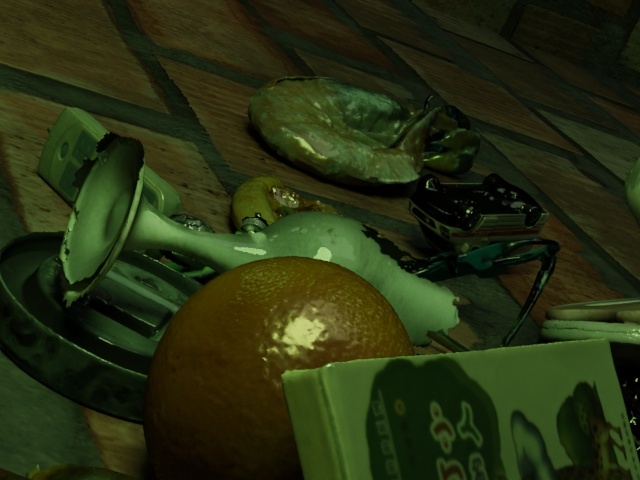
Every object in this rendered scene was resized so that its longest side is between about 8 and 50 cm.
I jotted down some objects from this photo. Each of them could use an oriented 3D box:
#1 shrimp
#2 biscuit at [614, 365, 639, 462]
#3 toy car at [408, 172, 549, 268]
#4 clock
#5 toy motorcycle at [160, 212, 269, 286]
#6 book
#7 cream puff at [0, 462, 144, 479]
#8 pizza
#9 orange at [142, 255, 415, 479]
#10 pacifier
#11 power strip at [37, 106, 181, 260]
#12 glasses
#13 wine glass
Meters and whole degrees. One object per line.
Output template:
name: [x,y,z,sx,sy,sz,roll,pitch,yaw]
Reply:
shrimp: [0.082,-0.145,1.999,0.446,0.110,0.221,-3,39,-49]
biscuit: [0.368,0.198,1.495,0.195,0.053,0.194,22,19,-8]
toy car: [0.183,-0.016,1.769,0.210,0.108,0.089,-3,35,-47]
clock: [-0.163,0.069,1.164,0.226,0.049,0.226,24,18,-8]
toy motorcycle: [-0.063,0.038,1.300,0.190,0.106,0.074,22,51,-2]
book: [0.129,0.198,0.954,0.371,0.043,0.260,1,73,-52]
cream puff: [-0.106,0.209,0.682,0.269,0.154,0.241,32,20,13]
pizza: [0.000,0.000,1.547,0.197,0.058,0.292,19,19,-21]
orange: [-0.028,0.110,0.997,0.206,0.206,0.206,23,18,-8]
pacifier: [0.396,0.053,1.620,0.220,0.273,0.332,34,-14,-18]
power strip: [-0.211,-0.057,1.395,0.029,0.080,0.227,5,26,-47]
glasses: [0.184,0.071,1.495,0.239,0.102,0.207,-11,43,-33]
wine glass: [-0.046,0.027,1.153,0.321,0.143,0.143,20,19,-27]
